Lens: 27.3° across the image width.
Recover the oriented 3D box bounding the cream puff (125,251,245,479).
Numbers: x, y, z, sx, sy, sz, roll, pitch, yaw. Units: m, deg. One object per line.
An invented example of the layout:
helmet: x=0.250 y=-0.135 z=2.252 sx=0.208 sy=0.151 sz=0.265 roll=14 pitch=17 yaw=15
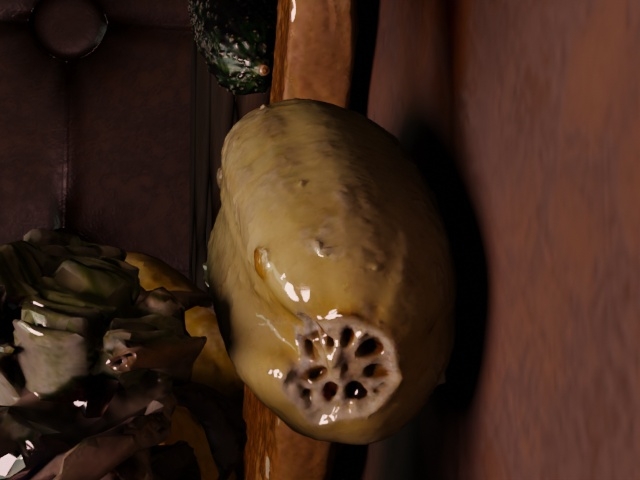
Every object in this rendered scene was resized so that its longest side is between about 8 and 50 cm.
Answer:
cream puff: x=-0.119 y=0.159 z=0.840 sx=0.274 sy=0.270 sz=0.323 roll=-48 pitch=-40 yaw=-36

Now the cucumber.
cucumber: x=-0.065 y=-0.171 z=0.974 sx=0.300 sy=0.072 sz=0.072 roll=-103 pitch=15 yaw=-60

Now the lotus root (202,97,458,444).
lotus root: x=0.001 y=0.000 z=0.459 sx=0.183 sy=0.077 sz=0.090 roll=-116 pitch=35 yaw=-66

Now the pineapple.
pineapple: x=-0.083 y=0.135 z=0.452 sx=0.262 sy=0.262 sz=0.272 roll=-110 pitch=23 yaw=-69

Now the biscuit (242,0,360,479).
biscuit: x=-0.009 y=0.013 z=0.650 sx=0.183 sy=0.047 sz=0.320 roll=-119 pitch=30 yaw=-70
